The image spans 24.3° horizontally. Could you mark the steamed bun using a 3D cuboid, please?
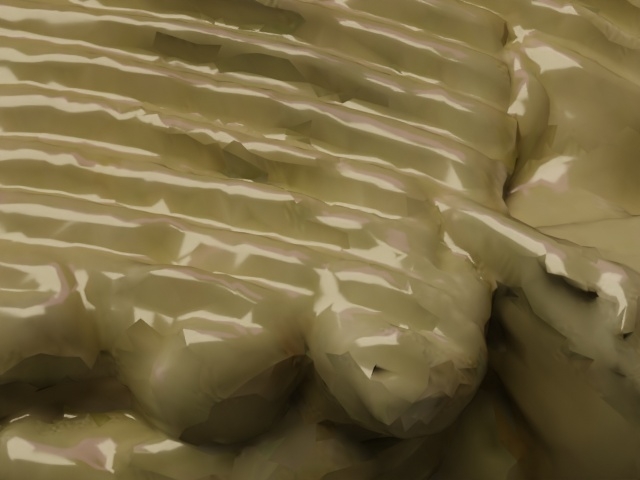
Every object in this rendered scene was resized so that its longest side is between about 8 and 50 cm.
[{"bbox_3d":[0.000,0.000,0.515,0.339,0.247,0.352,5,54,-3],"label":"steamed bun"}]
